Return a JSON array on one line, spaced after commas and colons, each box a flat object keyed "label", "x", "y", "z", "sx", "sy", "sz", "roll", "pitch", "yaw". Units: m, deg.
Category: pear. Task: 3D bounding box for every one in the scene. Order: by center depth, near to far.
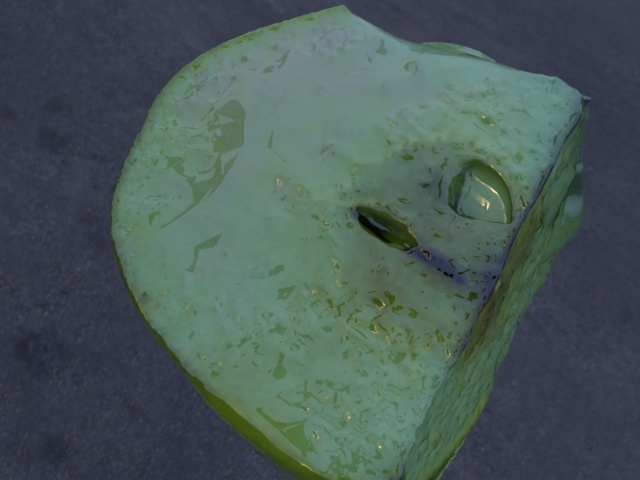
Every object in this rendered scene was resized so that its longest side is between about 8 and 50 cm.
[{"label": "pear", "x": 0.000, "y": 0.000, "z": 0.518, "sx": 0.282, "sy": 0.176, "sz": 0.286, "roll": 24, "pitch": 71, "yaw": 19}]
